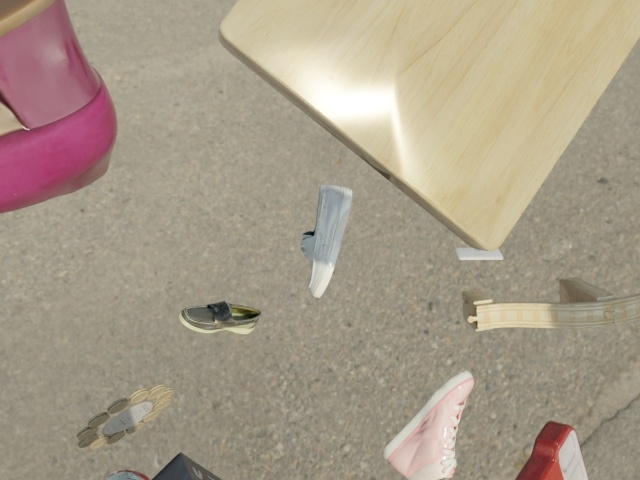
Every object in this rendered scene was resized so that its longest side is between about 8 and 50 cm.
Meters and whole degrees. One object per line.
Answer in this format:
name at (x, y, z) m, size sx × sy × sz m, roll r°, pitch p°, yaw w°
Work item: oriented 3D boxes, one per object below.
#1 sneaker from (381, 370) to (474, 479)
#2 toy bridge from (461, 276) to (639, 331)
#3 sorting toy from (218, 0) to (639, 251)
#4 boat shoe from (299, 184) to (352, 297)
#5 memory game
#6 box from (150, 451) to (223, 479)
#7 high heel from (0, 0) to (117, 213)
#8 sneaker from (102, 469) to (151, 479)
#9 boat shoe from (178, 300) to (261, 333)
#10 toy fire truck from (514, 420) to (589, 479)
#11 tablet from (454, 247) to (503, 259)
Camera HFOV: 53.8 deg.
sneaker at (0.132, 0.206, 0.672) m, size 0.070 × 0.134 × 0.051 m, roll 45°, pitch 11°, yaw 28°
toy bridge at (0.201, 0.046, 0.475) m, size 0.188 × 0.026 × 0.063 m, roll -8°, pitch 12°, yaw -5°
sorting toy at (0.093, -0.168, 0.499) m, size 0.255 × 0.089 × 0.257 m, roll 37°, pitch 83°, yaw -12°
boat shoe at (0.000, 0.000, 1.008) m, size 0.063 × 0.184 × 0.066 m, roll 14°, pitch 17°, yaw -5°
memory game at (-0.348, 0.315, 1.130) m, size 0.186 × 0.186 × 0.012 m, roll -24°, pitch 64°, yaw -29°
box at (-0.185, 0.448, 0.999) m, size 0.093 × 0.156 × 0.158 m, roll -43°, pitch 34°, yaw -4°
high heel at (-0.275, -0.001, 0.362) m, size 0.127 × 0.181 × 0.377 m, roll 39°, pitch 62°, yaw 22°
sneaker at (-0.249, 0.360, 0.681) m, size 0.088 × 0.092 × 0.225 m, roll 32°, pitch 75°, yaw -12°
boat shoe at (-0.245, 0.184, 1.569) m, size 0.223 × 0.073 × 0.080 m, roll 14°, pitch 33°, yaw -43°
toy fire truck at (0.333, 0.448, 0.897) m, size 0.169 × 0.302 × 0.254 m, roll -3°, pitch 26°, yaw 48°
tablet at (0.300, 0.024, 1.198) m, size 0.083 × 0.006 × 0.054 m, roll 0°, pitch 22°, yaw 2°
